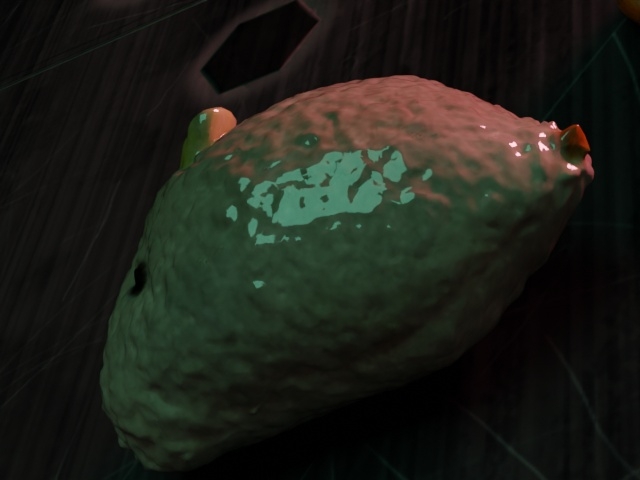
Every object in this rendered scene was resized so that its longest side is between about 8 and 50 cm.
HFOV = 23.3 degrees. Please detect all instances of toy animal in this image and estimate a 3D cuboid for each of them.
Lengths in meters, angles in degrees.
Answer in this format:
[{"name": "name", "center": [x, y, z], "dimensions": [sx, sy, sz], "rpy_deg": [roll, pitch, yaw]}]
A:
[{"name": "toy animal", "center": [0.006, -0.003, 0.995], "dimensions": [0.358, 0.188, 0.226], "rpy_deg": [-22, 41, 19]}]

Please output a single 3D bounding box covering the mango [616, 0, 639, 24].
[{"name": "mango", "center": [0.286, -0.215, 1.083], "dimensions": [0.217, 0.102, 0.141], "rpy_deg": [13, 63, 53]}]
